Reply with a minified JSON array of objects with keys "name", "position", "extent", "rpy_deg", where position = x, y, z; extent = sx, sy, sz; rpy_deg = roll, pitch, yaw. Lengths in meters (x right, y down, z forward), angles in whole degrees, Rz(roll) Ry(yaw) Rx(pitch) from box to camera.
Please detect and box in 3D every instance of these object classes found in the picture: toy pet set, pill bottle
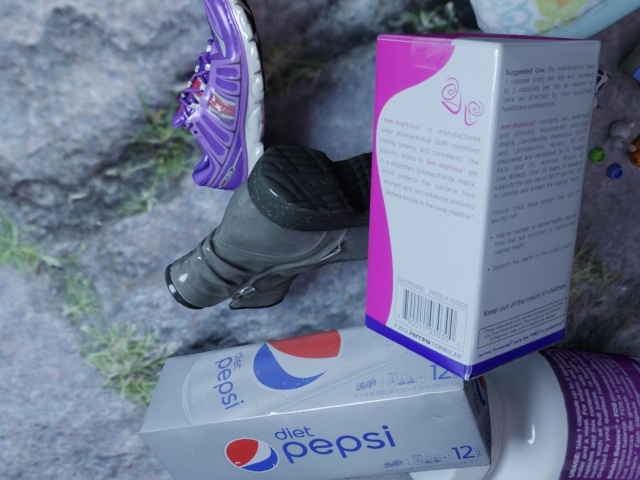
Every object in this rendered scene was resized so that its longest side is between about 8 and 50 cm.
[{"name":"toy pet set","position":[0.285,-0.113,0.671],"extent":[0.122,0.065,0.114],"rpy_deg":[31,107,-30]},{"name":"pill bottle","position":[0.239,0.193,0.776],"extent":[0.301,0.169,0.169],"rpy_deg":[9,116,-22]}]

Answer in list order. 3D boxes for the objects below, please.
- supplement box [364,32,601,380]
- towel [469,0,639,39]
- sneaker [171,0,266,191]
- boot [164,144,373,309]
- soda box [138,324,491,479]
[{"name":"supplement box","position":[0.110,-0.034,0.540],"extent":[0.113,0.111,0.220],"rpy_deg":[-14,114,-35]},{"name":"towel","position":[0.227,-0.333,0.484],"extent":[0.374,0.090,0.320],"rpy_deg":[-34,132,4]},{"name":"sneaker","position":[-0.077,-0.109,0.563],"extent":[0.071,0.068,0.170],"rpy_deg":[-4,121,-9]},{"name":"boot","position":[0.000,0.000,0.648],"extent":[0.246,0.084,0.161],"rpy_deg":[6,143,-40]},{"name":"soda box","position":[-0.004,0.144,0.657],"extent":[0.286,0.091,0.098],"rpy_deg":[-12,125,18]}]
